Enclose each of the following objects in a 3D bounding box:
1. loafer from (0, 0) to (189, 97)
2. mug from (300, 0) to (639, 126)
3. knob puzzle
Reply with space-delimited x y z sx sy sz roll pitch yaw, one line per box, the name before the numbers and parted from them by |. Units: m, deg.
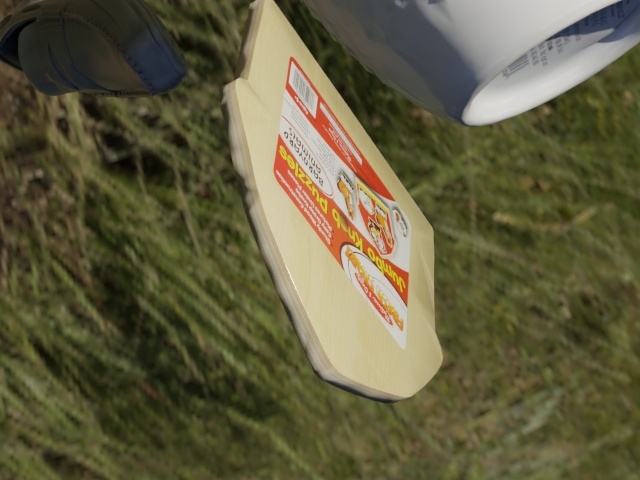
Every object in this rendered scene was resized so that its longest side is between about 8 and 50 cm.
loafer | -0.211 -0.169 1.652 0.111 0.319 0.112 -39 113 -13
mug | 0.079 -0.242 1.259 0.276 0.328 0.374 -27 167 -10
knob puzzle | 0.000 0.000 0.885 0.030 0.213 0.213 -24 132 21
